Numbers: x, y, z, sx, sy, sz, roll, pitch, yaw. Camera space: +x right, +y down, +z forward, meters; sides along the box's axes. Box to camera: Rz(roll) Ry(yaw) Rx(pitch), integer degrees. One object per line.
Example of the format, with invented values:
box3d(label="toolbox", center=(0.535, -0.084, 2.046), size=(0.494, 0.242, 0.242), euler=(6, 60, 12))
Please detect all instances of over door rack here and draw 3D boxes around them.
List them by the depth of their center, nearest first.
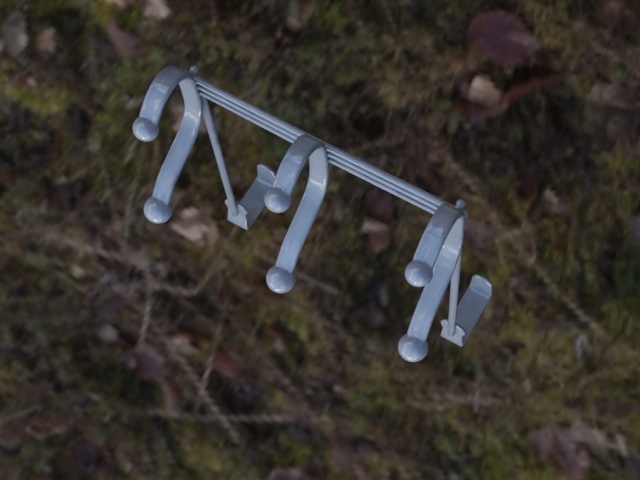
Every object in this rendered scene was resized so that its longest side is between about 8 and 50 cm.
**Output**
box3d(label="over door rack", center=(0.000, 0.000, 1.136), size=(0.239, 0.108, 0.324), euler=(28, 173, 14))
